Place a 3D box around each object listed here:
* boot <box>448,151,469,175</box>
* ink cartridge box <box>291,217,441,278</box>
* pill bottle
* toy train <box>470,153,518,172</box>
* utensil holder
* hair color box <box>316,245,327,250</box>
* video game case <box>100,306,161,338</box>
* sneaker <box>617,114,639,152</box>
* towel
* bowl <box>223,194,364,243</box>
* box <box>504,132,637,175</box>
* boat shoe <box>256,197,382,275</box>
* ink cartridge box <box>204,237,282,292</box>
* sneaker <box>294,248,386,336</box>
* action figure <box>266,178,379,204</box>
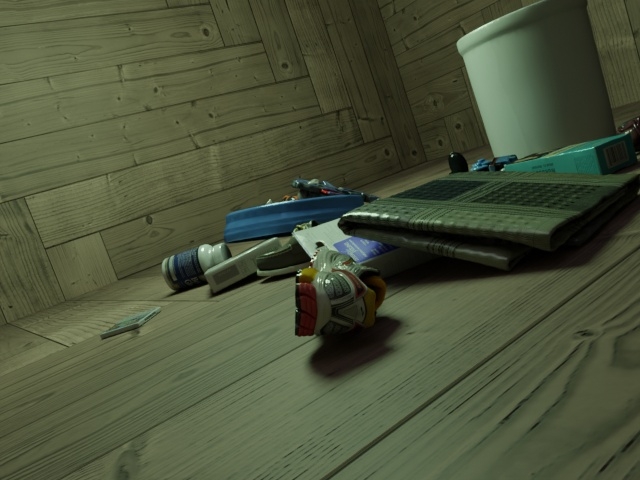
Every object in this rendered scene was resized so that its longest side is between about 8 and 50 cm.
[{"bbox_3d":[0.339,-0.161,1.390,0.045,0.121,0.099,-18,0,31],"label":"boot"},{"bbox_3d":[0.077,0.002,0.896,0.208,0.045,0.206,-18,22,-10],"label":"ink cartridge box"},{"bbox_3d":[-0.320,0.065,1.468,0.169,0.094,0.094,-19,6,13],"label":"pill bottle"},{"bbox_3d":[0.417,-0.159,1.324,0.105,0.080,0.184,-10,10,23],"label":"toy train"},{"bbox_3d":[0.577,-0.398,1.481,0.327,0.386,0.327,-19,7,2],"label":"utensil holder"},{"bbox_3d":[0.063,0.017,1.019,0.141,0.043,0.072,-19,7,3],"label":"hair color box"},{"bbox_3d":[-0.400,0.173,1.187,0.087,0.011,0.122,-17,7,8],"label":"video game case"},{"bbox_3d":[0.644,-0.209,1.073,0.162,0.107,0.281,-21,-6,39],"label":"sneaker"},{"bbox_3d":[0.242,-0.043,0.797,0.312,0.056,0.324,-22,20,-40],"label":"towel"},{"bbox_3d":[-0.063,-0.056,1.474,0.391,0.077,0.391,-8,0,0],"label":"bowl"},{"bbox_3d":[0.496,-0.155,1.132,0.100,0.060,0.244,-21,7,-21],"label":"box"},{"bbox_3d":[0.001,-0.001,1.128,0.304,0.091,0.109,-17,7,18],"label":"boat shoe"},{"bbox_3d":[-0.179,0.054,1.315,0.181,0.056,0.224,-27,2,-9],"label":"ink cartridge box"},{"bbox_3d":[0.029,0.064,0.650,0.092,0.088,0.225,3,10,6],"label":"sneaker"},{"bbox_3d":[0.020,-0.097,1.843,0.341,0.179,0.330,8,0,-28],"label":"action figure"}]
